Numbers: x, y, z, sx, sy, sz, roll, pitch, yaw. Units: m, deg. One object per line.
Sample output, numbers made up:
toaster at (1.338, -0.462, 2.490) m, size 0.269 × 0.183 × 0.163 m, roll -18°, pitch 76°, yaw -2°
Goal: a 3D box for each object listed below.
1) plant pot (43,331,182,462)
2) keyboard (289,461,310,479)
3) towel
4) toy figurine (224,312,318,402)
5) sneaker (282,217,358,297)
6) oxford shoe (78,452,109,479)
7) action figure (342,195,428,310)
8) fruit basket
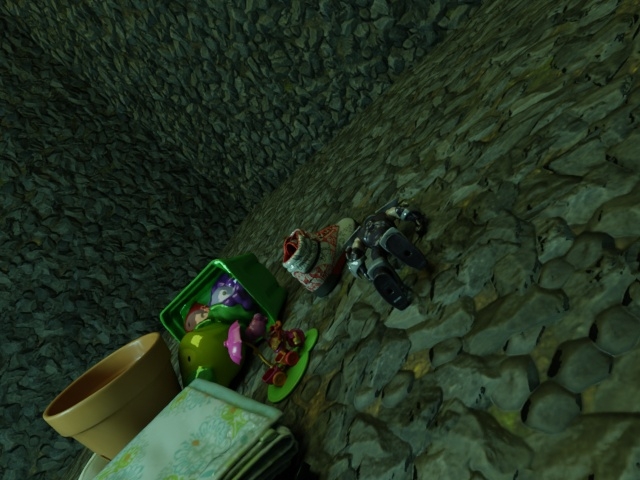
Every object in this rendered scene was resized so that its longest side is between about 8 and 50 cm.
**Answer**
plant pot at (-0.464, 0.393, 1.015) m, size 0.291 × 0.203 × 0.291 m, roll -28°, pitch 13°, yaw 7°
keyboard at (-0.051, 0.394, 0.544) m, size 0.100 × 0.038 × 0.192 m, roll 111°, pitch -174°, yaw -57°
towel at (-0.244, 0.390, 0.699) m, size 0.374 × 0.090 × 0.320 m, roll -9°, pitch 24°, yaw 50°
toy figurine at (-0.111, 0.212, 0.857) m, size 0.173 × 0.159 × 0.130 m, roll -56°, pitch 17°, yaw -19°
sneaker at (0.001, 0.000, 1.053) m, size 0.090 × 0.145 × 0.270 m, roll -35°, pitch 22°, yaw 45°
oxford shoe at (-0.464, 0.620, 0.910) m, size 0.130 × 0.169 × 0.449 m, roll -50°, pitch 23°, yaw 13°
action figure at (0.123, 0.011, 0.799) m, size 0.185 × 0.099 × 0.285 m, roll -54°, pitch 11°, yaw 16°
fruit basket at (-0.297, 0.249, 1.158) m, size 0.392 × 0.283 × 0.392 m, roll -41°, pitch 1°, yaw 1°
